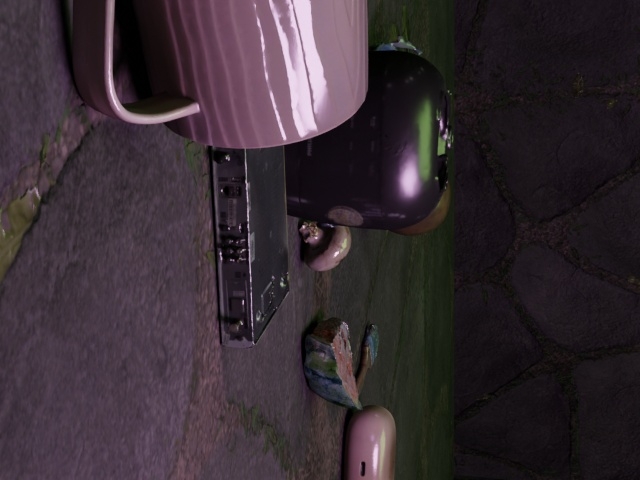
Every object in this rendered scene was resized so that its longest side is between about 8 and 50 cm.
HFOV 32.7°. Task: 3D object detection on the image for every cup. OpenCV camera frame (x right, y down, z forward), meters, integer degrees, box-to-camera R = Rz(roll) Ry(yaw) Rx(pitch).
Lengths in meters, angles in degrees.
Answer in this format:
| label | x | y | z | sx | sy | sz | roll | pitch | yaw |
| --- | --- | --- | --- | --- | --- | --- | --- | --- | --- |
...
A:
| label | x | y | z | sx | sy | sz | roll | pitch | yaw |
| --- | --- | --- | --- | --- | --- | --- | --- | --- | --- |
| cup | -0.070 | -0.223 | 0.912 | 0.288 | 0.208 | 0.273 | -72 | 162 | -52 |

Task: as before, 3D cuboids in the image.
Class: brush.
| label | x | y | z | sx | sy | sz | roll | pitch | yaw |
| --- | --- | --- | --- | --- | --- | --- | --- | --- | --- |
| brush | 0.087 | 0.242 | 2.118 | 0.196 | 0.021 | 0.070 | -69 | 156 | -53 |

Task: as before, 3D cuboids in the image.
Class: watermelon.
| label | x | y | z | sx | sy | sz | roll | pitch | yaw |
| --- | --- | --- | --- | --- | --- | --- | --- | --- | --- |
| watermelon | 0.015 | 0.187 | 1.704 | 0.187 | 0.071 | 0.139 | 66 | 21 | -46 |

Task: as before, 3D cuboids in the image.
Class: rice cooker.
| label | x | y | z | sx | sy | sz | roll | pitch | yaw |
| --- | --- | --- | --- | --- | --- | --- | --- | --- | --- |
| rice cooker | 0.059 | -0.137 | 1.460 | 0.267 | 0.225 | 0.267 | 1 | 90 | -79 |

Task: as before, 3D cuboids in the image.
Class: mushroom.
| label | x | y | z | sx | sy | sz | roll | pitch | yaw |
| --- | --- | --- | --- | --- | --- | --- | --- | --- | --- |
| mushroom | 0.000 | 0.000 | 1.599 | 0.079 | 0.085 | 0.085 | 35 | 51 | -34 |

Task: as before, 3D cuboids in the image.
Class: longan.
| label | x | y | z | sx | sy | sz | roll | pitch | yaw |
| --- | --- | --- | --- | --- | --- | --- | --- | --- | --- |
| longan | 0.156 | -0.104 | 2.071 | 0.204 | 0.159 | 0.185 | 58 | 26 | 15 |

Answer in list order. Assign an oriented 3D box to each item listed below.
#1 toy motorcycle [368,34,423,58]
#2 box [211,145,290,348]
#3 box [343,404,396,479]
| label | x | y | z | sx | sy | sz | roll | pitch | yaw |
| --- | --- | --- | --- | --- | --- | --- | --- | --- | --- |
| toy motorcycle | 0.133 | -0.260 | 1.980 | 0.206 | 0.154 | 0.260 | 64 | 25 | -14 |
| box | -0.078 | -0.029 | 1.283 | 0.211 | 0.045 | 0.270 | -55 | 146 | -69 |
| box | 0.092 | 0.407 | 2.023 | 0.146 | 0.088 | 0.200 | -3 | 97 | -76 |
